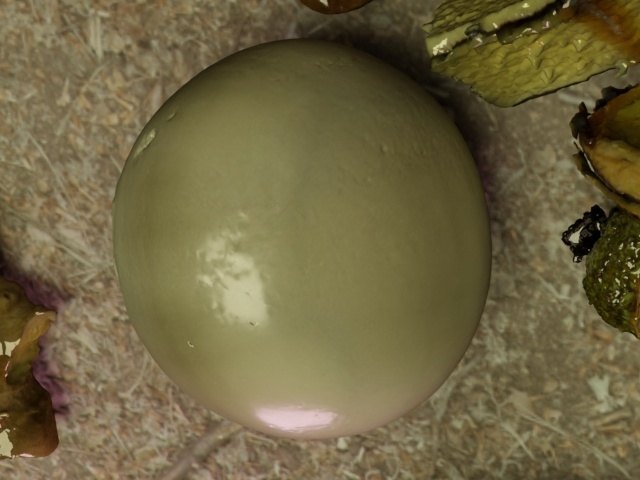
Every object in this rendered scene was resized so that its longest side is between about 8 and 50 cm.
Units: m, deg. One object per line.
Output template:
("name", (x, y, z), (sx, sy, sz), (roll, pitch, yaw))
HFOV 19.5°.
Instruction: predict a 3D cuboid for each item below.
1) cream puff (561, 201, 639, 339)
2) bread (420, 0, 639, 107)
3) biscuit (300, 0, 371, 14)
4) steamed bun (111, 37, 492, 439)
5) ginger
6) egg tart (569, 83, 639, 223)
("cream puff", (0.281, 0.021, 1.473), (0.169, 0.183, 0.183), (28, 123, 30))
("bread", (0.221, -0.194, 1.421), (0.266, 0.142, 0.178), (-18, 147, 24))
("biscuit", (-0.016, -0.333, 1.479), (0.367, 0.063, 0.314), (-13, 111, 26))
("steamed bun", (0.000, 0.000, 1.476), (0.206, 0.324, 0.324), (1, 116, 46))
("ginger", (-0.350, 0.085, 1.772), (0.218, 0.123, 0.270), (1, 104, 18))
("egg tart", (0.322, -0.056, 1.358), (0.279, 0.279, 0.095), (5, 118, 19))
